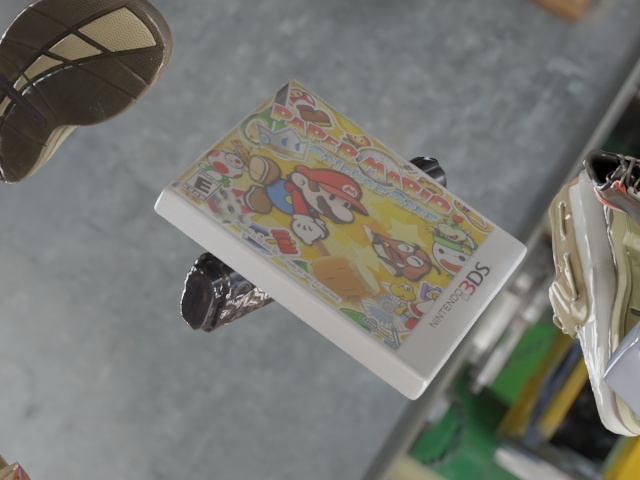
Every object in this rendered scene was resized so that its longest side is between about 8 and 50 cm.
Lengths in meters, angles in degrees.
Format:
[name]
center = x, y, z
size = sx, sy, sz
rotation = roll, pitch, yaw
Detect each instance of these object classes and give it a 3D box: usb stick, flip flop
[usb stick]
center = 0.000, 0.000, 1.571
size = 0.045, 0.278, 0.077
rotation = 44, 136, 23
[flip flop]
center = -0.205, -0.131, 1.558
size = 0.112, 0.080, 0.277
rotation = 48, 140, -5

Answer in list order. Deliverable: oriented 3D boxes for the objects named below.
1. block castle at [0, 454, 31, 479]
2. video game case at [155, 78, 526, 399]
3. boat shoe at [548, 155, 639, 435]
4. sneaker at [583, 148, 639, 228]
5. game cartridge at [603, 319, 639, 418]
[block castle]
center = -0.296, 0.369, 1.536
size = 0.213, 0.303, 0.453
rotation = 53, 178, -10
[video game case]
center = 0.021, -0.008, 1.409
size = 0.227, 0.026, 0.206
rotation = 36, -142, 6
[boat shoe]
center = 0.297, 0.066, 2.003
size = 0.103, 0.302, 0.113
rotation = -21, 144, 37
[sneaker]
center = 0.302, -0.045, 1.825
size = 0.158, 0.061, 0.065
rotation = 26, 168, 49
[game cartridge]
center = 0.406, 0.106, 1.748
size = 0.196, 0.060, 0.294
rotation = 44, 134, -15
